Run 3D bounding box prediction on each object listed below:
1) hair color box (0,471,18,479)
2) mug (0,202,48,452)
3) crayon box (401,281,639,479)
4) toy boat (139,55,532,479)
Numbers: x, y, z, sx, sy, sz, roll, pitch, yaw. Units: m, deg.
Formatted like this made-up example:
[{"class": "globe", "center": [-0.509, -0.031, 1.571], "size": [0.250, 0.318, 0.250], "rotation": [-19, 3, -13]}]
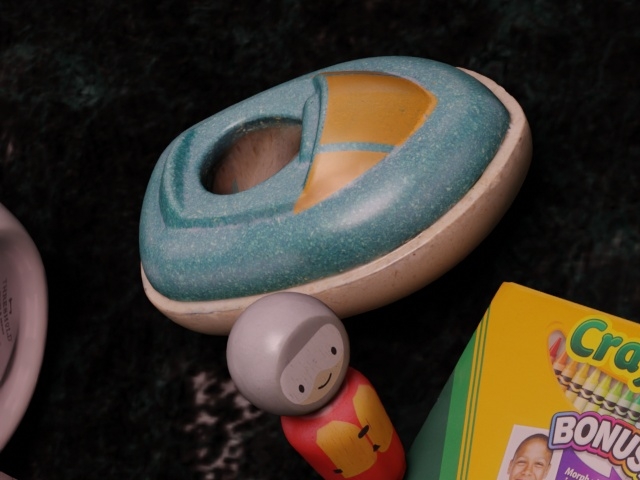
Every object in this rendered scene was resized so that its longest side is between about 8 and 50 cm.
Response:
[{"class": "hair color box", "center": [-0.136, 0.254, 0.995], "size": [0.114, 0.374, 0.185], "rotation": [-24, 61, 13]}, {"class": "mug", "center": [-0.366, 0.089, 1.258], "size": [0.328, 0.276, 0.374], "rotation": [10, 103, 19]}, {"class": "crayon box", "center": [0.175, 0.138, 1.031], "size": [0.278, 0.081, 0.165], "rotation": [18, 75, 50]}, {"class": "toy boat", "center": [0.000, 0.000, 1.139], "size": [0.268, 0.148, 0.318], "rotation": [-20, 41, 17]}]
